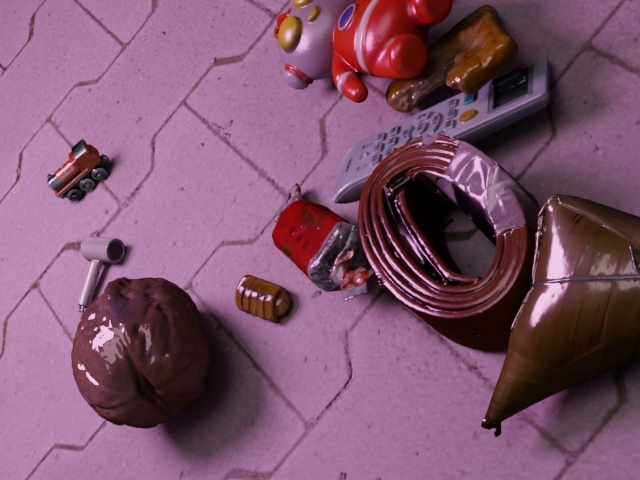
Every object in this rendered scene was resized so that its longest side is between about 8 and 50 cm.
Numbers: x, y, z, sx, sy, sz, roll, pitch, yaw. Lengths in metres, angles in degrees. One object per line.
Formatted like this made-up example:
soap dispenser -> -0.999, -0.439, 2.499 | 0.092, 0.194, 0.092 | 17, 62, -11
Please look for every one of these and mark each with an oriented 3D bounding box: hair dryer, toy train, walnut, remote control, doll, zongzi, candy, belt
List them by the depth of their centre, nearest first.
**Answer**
zongzi -> 0.280, 0.098, 1.114 | 0.228, 0.115, 0.256 | 21, 86, 40
belt -> 0.149, -0.002, 1.288 | 0.184, 0.105, 0.261 | -42, 43, 13
remote control -> 0.142, -0.124, 1.407 | 0.293, 0.051, 0.103 | -26, 26, 26
candy -> -0.001, 0.000, 1.427 | 0.086, 0.059, 0.292 | -55, 28, 3
walnut -> -0.228, 0.132, 1.493 | 0.178, 0.178, 0.230 | -41, 33, 14
doll -> 0.034, -0.277, 1.545 | 0.336, 0.105, 0.199 | 16, 80, 56
hair dryer -> -0.328, 0.054, 1.721 | 0.063, 0.038, 0.124 | 3, 72, 42
toy train -> -0.378, -0.105, 1.840 | 0.103, 0.064, 0.044 | -38, 47, 16

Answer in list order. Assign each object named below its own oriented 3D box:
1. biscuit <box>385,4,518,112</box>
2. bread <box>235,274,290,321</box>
biscuit -> 0.155, -0.205, 1.419 | 0.174, 0.039, 0.183 | -39, 20, 11
bread -> -0.075, 0.073, 1.488 | 0.088, 0.034, 0.049 | 21, 85, 46
